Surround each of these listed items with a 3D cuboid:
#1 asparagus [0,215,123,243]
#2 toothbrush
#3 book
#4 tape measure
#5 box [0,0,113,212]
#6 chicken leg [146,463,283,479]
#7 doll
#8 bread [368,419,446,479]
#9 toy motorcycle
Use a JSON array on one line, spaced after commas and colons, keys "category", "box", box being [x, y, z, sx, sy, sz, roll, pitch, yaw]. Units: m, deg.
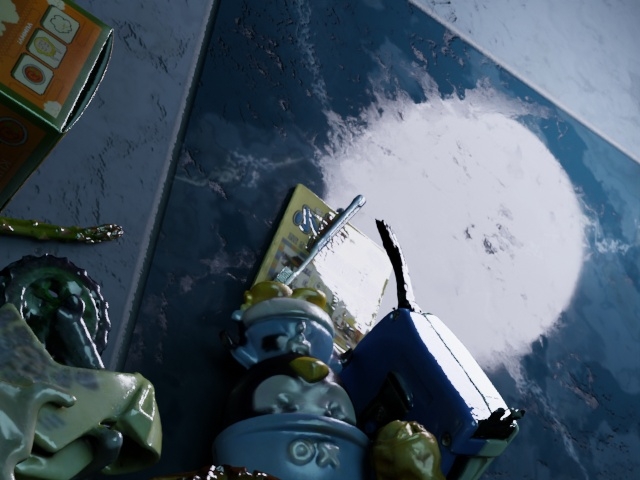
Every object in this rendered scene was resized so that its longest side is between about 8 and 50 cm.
[{"category": "asparagus", "box": [-0.311, -0.015, 1.541, 0.248, 0.025, 0.024, 6, 19, -39]}, {"category": "toothbrush", "box": [0.000, 0.000, 1.800, 0.019, 0.016, 0.219, 44, 44, 0]}, {"category": "book", "box": [0.005, 0.043, 1.801, 0.168, 0.013, 0.192, 39, 45, -18]}, {"category": "tape measure", "box": [0.077, 0.150, 1.690, 0.098, 0.215, 0.351, 12, 33, -38]}, {"category": "box", "box": [-0.326, -0.138, 1.456, 0.148, 0.195, 0.177, 33, 40, -17]}, {"category": "chicken leg", "box": [-0.022, 0.308, 1.379, 0.361, 0.211, 0.140, 24, 61, -21]}, {"category": "doll", "box": [-0.031, 0.189, 1.588, 0.177, 0.141, 0.314, 10, 53, -20]}, {"category": "bread", "box": [0.115, 0.368, 1.534, 0.077, 0.084, 0.367, -10, 91, -2]}, {"category": "toy motorcycle", "box": [-0.297, 0.194, 1.333, 0.237, 0.169, 0.410, 45, 49, -4]}]
